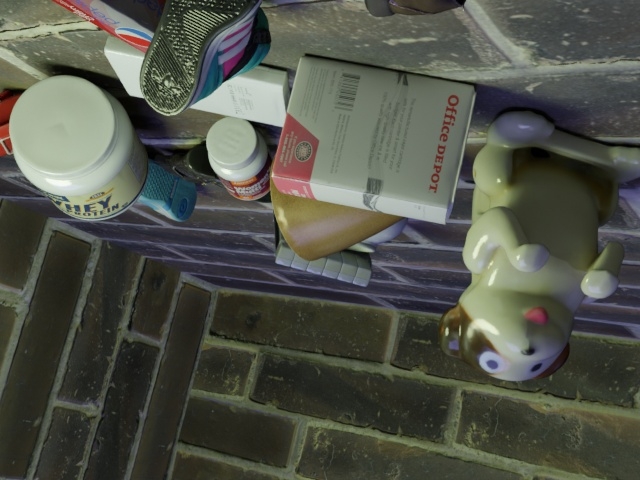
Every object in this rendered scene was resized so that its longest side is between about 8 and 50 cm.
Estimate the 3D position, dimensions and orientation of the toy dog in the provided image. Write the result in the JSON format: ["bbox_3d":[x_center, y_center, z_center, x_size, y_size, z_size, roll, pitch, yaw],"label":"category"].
[{"bbox_3d":[0.336,0.034,1.531,0.284,0.408,0.395,19,167,-20],"label":"toy dog"}]

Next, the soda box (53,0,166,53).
[{"bbox_3d":[-0.276,-0.341,1.244,0.083,0.092,0.263,2,163,43],"label":"soda box"}]

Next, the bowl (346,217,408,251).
[{"bbox_3d":[0.065,-0.052,2.012,0.297,0.134,0.298,11,175,1],"label":"bowl"}]

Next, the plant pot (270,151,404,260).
[{"bbox_3d":[0.070,-0.097,1.729,0.254,0.237,0.237,-11,157,26],"label":"plant pot"}]

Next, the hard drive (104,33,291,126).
[{"bbox_3d":[-0.206,-0.277,1.585,0.307,0.040,0.203,13,168,4],"label":"hard drive"}]

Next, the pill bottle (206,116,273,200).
[{"bbox_3d":[-0.163,-0.168,1.840,0.121,0.121,0.221,12,168,8],"label":"pill bottle"}]

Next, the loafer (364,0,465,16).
[{"bbox_3d":[0.104,-0.324,0.876,0.130,0.134,0.366,7,177,8],"label":"loafer"}]

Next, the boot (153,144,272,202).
[{"bbox_3d":[-0.240,-0.158,2.097,0.263,0.091,0.229,23,170,-23],"label":"boot"}]

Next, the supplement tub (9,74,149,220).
[{"bbox_3d":[-0.491,-0.185,1.842,0.235,0.236,0.325,13,168,1],"label":"supplement tub"}]

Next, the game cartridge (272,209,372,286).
[{"bbox_3d":[0.000,0.000,2.168,0.230,0.068,0.355,20,-161,-11],"label":"game cartridge"}]

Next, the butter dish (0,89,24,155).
[{"bbox_3d":[-0.663,-0.272,1.953,0.160,0.118,0.160,-27,173,-13],"label":"butter dish"}]

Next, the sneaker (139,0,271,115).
[{"bbox_3d":[-0.116,-0.305,1.186,0.124,0.178,0.295,40,127,0],"label":"sneaker"}]

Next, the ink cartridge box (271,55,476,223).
[{"bbox_3d":[0.087,-0.155,1.420,0.282,0.207,0.117,12,169,8],"label":"ink cartridge box"}]

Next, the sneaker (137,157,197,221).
[{"bbox_3d":[-0.458,-0.148,2.273,0.208,0.127,0.319,15,169,22],"label":"sneaker"}]
